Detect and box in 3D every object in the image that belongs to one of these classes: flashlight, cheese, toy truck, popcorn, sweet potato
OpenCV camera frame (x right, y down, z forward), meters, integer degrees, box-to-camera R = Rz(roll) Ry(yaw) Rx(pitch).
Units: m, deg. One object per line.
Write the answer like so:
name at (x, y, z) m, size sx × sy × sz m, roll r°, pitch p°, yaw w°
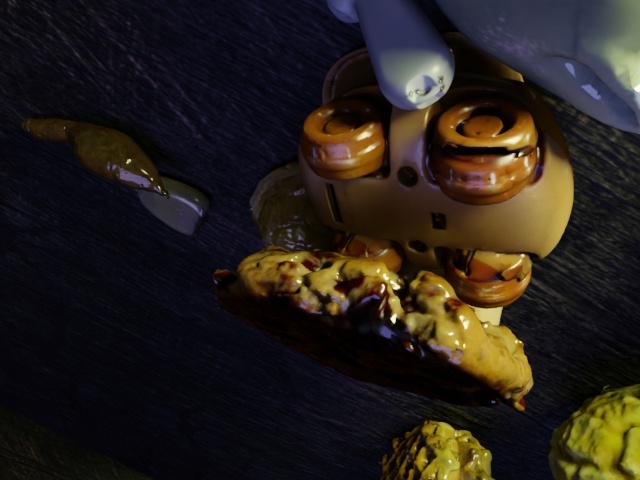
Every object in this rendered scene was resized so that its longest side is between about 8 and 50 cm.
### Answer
flashlight at (0.064, -0.191, 0.484) m, size 0.093 × 0.200 × 0.047 m, roll -32°, pitch 145°, yaw 23°
cheese at (-0.268, -0.078, 0.874) m, size 0.192 × 0.037 × 0.097 m, roll 29°, pitch 138°, yaw -6°
toy truck at (0.105, -0.077, 0.566) m, size 0.288 × 0.211 × 0.204 m, roll 7°, pitch 137°, yaw 25°
popcorn at (0.483, 0.329, 0.772) m, size 0.282 × 0.282 × 0.247 m, roll 10°, pitch 168°, yaw 16°
sweet potato at (-0.336, -0.140, 0.819) m, size 0.270 × 0.074 × 0.074 m, roll 25°, pitch 140°, yaw 12°

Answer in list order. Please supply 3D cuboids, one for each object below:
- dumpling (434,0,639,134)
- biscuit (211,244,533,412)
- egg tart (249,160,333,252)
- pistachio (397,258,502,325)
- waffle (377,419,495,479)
dumpling at (0.185, -0.231, 0.365) m, size 0.270 × 0.211 × 0.320 m, roll -13°, pitch 137°, yaw 32°
biscuit at (0.045, 0.086, 0.568) m, size 0.334 × 0.081 × 0.289 m, roll 4°, pitch 152°, yaw 41°
egg tart at (0.000, 0.000, 0.791) m, size 0.232 × 0.098 × 0.252 m, roll 14°, pitch 135°, yaw 7°
pistachio at (0.151, 0.103, 0.749) m, size 0.188 × 0.187 × 0.299 m, roll 14°, pitch 146°, yaw 12°
waffle at (0.209, 0.499, 1.084) m, size 0.151 × 0.261 × 0.324 m, roll 23°, pitch 143°, yaw -10°
